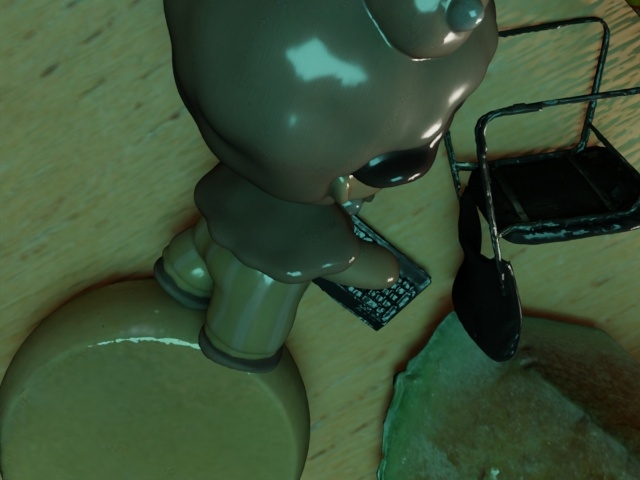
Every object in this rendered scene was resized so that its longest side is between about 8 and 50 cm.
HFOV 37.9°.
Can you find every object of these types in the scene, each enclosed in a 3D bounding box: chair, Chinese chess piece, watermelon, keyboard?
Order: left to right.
[{"bbox_3d":[-0.143,0.162,0.806,0.273,0.102,0.273,-1,115,-2],"label":"Chinese chess piece"},{"bbox_3d":[0.000,0.001,0.778,0.196,0.015,0.074,39,106,-17],"label":"keyboard"},{"bbox_3d":[0.170,-0.034,0.706,0.145,0.140,0.221,-9,121,-4],"label":"chair"},{"bbox_3d":[0.207,0.218,0.811,0.151,0.302,0.264,-11,124,-41],"label":"watermelon"}]

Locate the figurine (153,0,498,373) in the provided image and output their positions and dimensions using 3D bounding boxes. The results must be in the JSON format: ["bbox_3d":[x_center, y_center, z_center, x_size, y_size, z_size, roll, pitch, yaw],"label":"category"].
[{"bbox_3d":[-0.020,-0.082,0.633,0.203,0.248,0.380,7,127,-22],"label":"figurine"}]

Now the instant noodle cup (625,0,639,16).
[{"bbox_3d":[0.296,-0.213,0.545,0.221,0.311,0.311,35,110,-9],"label":"instant noodle cup"}]
